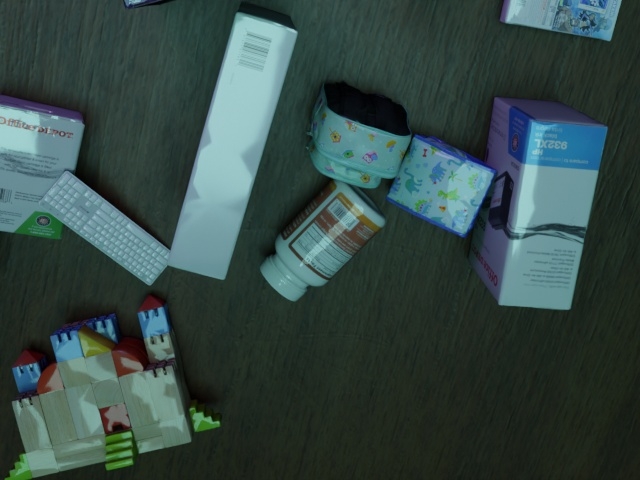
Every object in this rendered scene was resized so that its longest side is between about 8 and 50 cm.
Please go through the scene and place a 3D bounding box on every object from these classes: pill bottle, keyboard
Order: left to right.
[{"bbox_3d":[-0.357,-0.017,1.422,0.072,0.014,0.256,-47,127,0],"label":"keyboard"},{"bbox_3d":[0.000,0.000,1.452,0.121,0.121,0.216,42,102,-16],"label":"pill bottle"}]

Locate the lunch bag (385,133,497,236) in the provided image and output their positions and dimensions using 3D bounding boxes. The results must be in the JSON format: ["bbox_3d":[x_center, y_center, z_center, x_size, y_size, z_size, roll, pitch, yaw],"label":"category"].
[{"bbox_3d":[0.210,-0.094,1.424,0.151,0.096,0.129,31,108,27],"label":"lunch bag"}]

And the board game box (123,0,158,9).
[{"bbox_3d":[-0.158,-0.378,1.189,0.208,0.347,0.056,-11,107,-1],"label":"board game box"}]

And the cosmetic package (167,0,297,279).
[{"bbox_3d":[-0.135,-0.167,1.297,0.097,0.284,0.377,15,108,-11],"label":"cosmetic package"}]

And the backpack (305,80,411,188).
[{"bbox_3d":[0.061,-0.168,1.362,0.165,0.188,0.144,18,107,-11],"label":"backpack"}]

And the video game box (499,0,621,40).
[{"bbox_3d":[0.408,-0.445,1.369,0.187,0.048,0.205,9,108,-6],"label":"video game box"}]

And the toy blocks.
[{"bbox_3d":[-0.395,0.253,1.497,0.381,0.191,0.261,-13,98,-1],"label":"toy blocks"}]

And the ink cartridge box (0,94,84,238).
[{"bbox_3d":[-0.483,-0.121,1.373,0.153,0.087,0.208,11,108,-24],"label":"ink cartridge box"}]

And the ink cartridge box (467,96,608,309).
[{"bbox_3d":[0.351,-0.067,1.401,0.129,0.223,0.308,4,109,-6],"label":"ink cartridge box"}]
